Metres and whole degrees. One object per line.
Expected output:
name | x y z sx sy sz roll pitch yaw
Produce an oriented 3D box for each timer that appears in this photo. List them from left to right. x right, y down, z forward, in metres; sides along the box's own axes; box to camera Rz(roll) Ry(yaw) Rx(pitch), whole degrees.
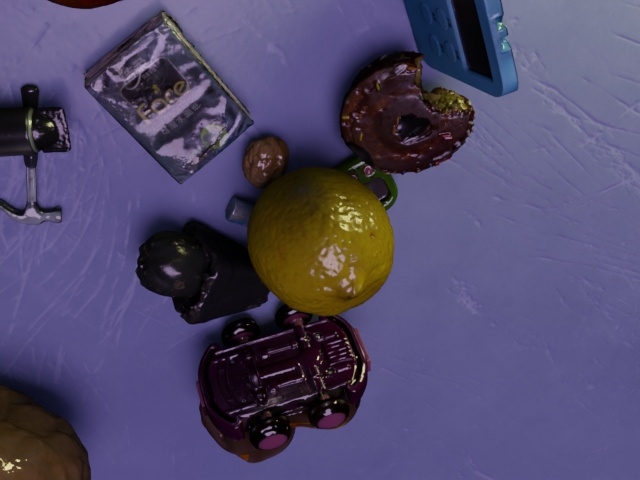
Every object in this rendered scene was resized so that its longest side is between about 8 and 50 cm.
timer | 0.068 -0.093 1.550 0.140 0.047 0.128 -30 122 3
timer | 0.215 -0.356 1.312 0.091 0.250 0.231 -24 123 -2

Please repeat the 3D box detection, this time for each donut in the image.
donut | 0.144 -0.221 1.445 0.230 0.096 0.216 22 130 -20

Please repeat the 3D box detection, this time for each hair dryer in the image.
hair dryer | -0.498 -0.249 1.272 0.196 0.078 0.248 -4 111 -1

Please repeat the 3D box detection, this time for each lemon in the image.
lemon | 0.000 0.000 1.409 0.267 0.267 0.267 -7 122 -12

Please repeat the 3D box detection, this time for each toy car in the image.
toy car | -0.071 0.300 1.641 0.341 0.271 0.240 -15 141 -7

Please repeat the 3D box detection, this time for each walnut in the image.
walnut | -0.601 0.440 1.488 0.384 0.383 0.383 -7 122 -12
walnut | -0.096 -0.140 1.457 0.079 0.082 0.096 -18 136 -43

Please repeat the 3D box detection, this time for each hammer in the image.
hammer | -0.486 -0.139 1.377 0.103 0.029 0.246 -1 119 -16

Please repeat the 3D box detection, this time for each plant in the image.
plant | -0.211 0.061 1.499 0.256 0.164 0.141 16 115 -36

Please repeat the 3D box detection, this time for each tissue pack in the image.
tissue pack | -0.244 -0.230 1.361 0.173 0.073 0.235 -37 123 6

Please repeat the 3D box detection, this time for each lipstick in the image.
lipstick | -0.096 -0.035 1.536 0.158 0.048 0.048 19 113 -25

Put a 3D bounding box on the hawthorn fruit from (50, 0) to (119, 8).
hawthorn fruit | -0.306 -0.444 1.078 0.316 0.316 0.315 -7 122 -12
